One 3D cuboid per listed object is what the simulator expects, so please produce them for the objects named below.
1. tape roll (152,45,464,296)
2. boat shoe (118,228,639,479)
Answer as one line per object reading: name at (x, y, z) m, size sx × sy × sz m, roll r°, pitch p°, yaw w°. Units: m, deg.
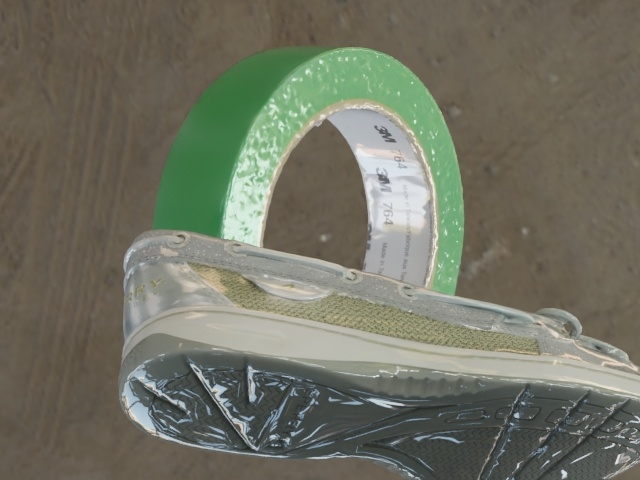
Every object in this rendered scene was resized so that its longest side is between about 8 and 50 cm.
tape roll at (0.000, 0.000, 1.218) m, size 0.077 × 0.321 × 0.321 m, roll 6°, pitch 149°, yaw 40°
boat shoe at (0.048, 0.064, 0.788) m, size 0.320 × 0.103 × 0.118 m, roll 9°, pitch 138°, yaw -19°
